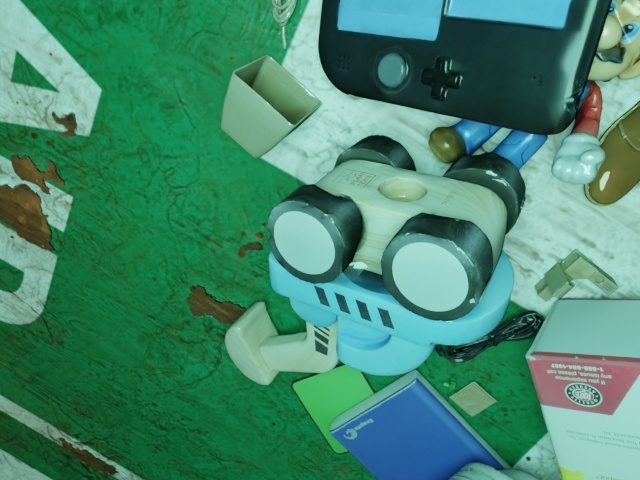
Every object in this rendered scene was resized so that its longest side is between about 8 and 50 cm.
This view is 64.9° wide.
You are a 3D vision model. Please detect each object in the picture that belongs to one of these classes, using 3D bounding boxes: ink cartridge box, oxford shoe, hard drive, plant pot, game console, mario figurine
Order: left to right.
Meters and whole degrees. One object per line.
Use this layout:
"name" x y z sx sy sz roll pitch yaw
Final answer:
"plant pot" -0.082 -0.186 0.733 0.109 0.109 0.096 41 128 -5
"hard drive" 0.200 0.404 0.929 0.210 0.040 0.319 -40 99 24
"game console" 0.154 -0.339 0.554 0.341 0.060 0.387 24 119 34
"mario figurine" 0.272 -0.190 0.593 0.197 0.170 0.321 24 125 -24
"oxford shoe" 0.415 -0.130 0.638 0.076 0.076 0.212 26 118 1
"ink cartridge box" 0.488 0.283 0.697 0.279 0.160 0.385 -6 112 42

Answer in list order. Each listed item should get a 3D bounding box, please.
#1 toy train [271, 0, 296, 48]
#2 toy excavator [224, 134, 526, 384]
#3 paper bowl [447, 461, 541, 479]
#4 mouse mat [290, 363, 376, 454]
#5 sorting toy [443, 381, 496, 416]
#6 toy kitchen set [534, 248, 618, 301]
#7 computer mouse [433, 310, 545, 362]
"toy train" -0.050 -0.367 0.622 0.105 0.143 0.248 11 114 11
"toy excavator" 0.032 0.093 0.722 0.432 0.222 0.446 16 126 24
"paper bowl" 0.316 0.483 0.786 0.284 0.148 0.284 45 152 32
"mouse mat" 0.047 0.323 0.960 0.152 0.007 0.190 -25 103 23
"sorting toy" 0.257 0.268 0.878 0.083 0.012 0.062 42 121 -8
"toy kitchen set" 0.375 0.074 0.736 0.075 0.068 0.083 37 116 -3
"computer mouse" 0.206 0.074 0.792 0.184 0.060 0.262 -34 106 28
